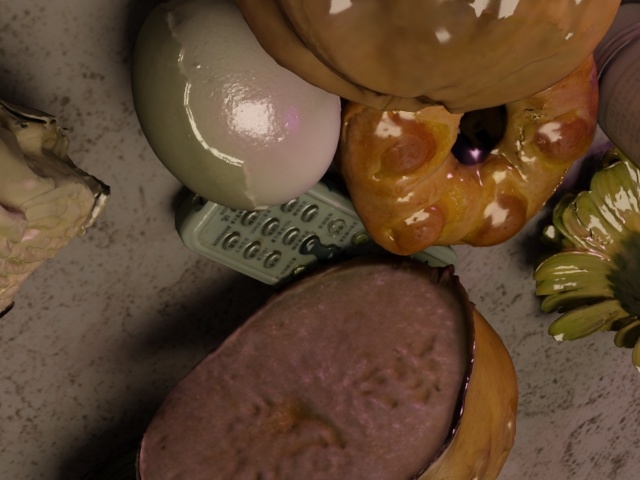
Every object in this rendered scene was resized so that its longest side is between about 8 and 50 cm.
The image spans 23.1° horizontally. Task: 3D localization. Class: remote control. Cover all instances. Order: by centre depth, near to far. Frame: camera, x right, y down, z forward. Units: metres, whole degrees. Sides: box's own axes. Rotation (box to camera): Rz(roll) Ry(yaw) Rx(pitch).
[{"bbox_3d":[0.000,0.000,1.652,0.335,0.065,0.128,26,109,-40],"label":"remote control"}]

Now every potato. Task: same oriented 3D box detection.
[{"bbox_3d":[0.046,0.228,1.621,0.397,0.290,0.296,-50,142,-20],"label":"potato"}]

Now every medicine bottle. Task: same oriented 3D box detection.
[{"bbox_3d":[0.365,-0.134,1.605,0.143,0.258,0.143,-15,133,-17],"label":"medicine bottle"}]

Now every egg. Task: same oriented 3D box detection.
[{"bbox_3d":[-0.082,-0.134,1.414,0.183,0.183,0.217,-39,141,6],"label":"egg"}]

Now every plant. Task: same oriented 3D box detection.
[{"bbox_3d":[0.410,0.015,1.807,0.306,0.297,0.261,35,75,-27],"label":"plant"}]

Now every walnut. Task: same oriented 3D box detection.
[{"bbox_3d":[0.083,-0.287,1.259,0.383,0.383,0.383,-15,132,-17],"label":"walnut"}]

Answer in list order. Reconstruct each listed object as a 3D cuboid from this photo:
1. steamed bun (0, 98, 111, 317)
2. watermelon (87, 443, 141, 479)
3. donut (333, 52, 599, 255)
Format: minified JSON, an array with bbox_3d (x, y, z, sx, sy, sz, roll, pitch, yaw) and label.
[{"bbox_3d":[-0.384,-0.012,1.319,0.394,0.237,0.346,-40,175,-39],"label":"steamed bun"},{"bbox_3d":[-0.136,0.358,1.726,0.359,0.279,0.279,28,110,-30],"label":"watermelon"},{"bbox_3d":[0.140,-0.136,1.558,0.299,0.150,0.317,10,120,-34],"label":"donut"}]
